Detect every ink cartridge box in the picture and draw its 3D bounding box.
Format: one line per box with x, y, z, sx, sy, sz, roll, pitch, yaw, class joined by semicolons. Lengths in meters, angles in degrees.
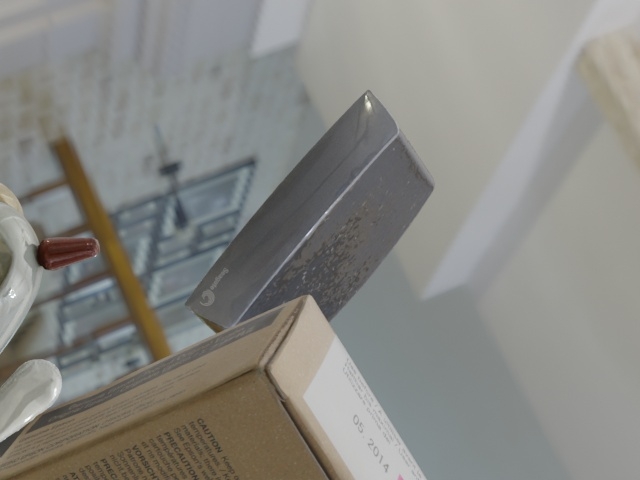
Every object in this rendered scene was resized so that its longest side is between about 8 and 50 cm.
-0.033;0.171;0.894;0.235;0.193;0.088;59;26;-14;ink cartridge box

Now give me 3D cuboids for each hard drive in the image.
0.000;0.000;1.560;0.054;0.255;0.172;37;-6;30;hard drive

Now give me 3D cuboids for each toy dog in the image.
-0.266;0.099;1.396;0.220;0.161;0.334;-77;172;-56;toy dog
